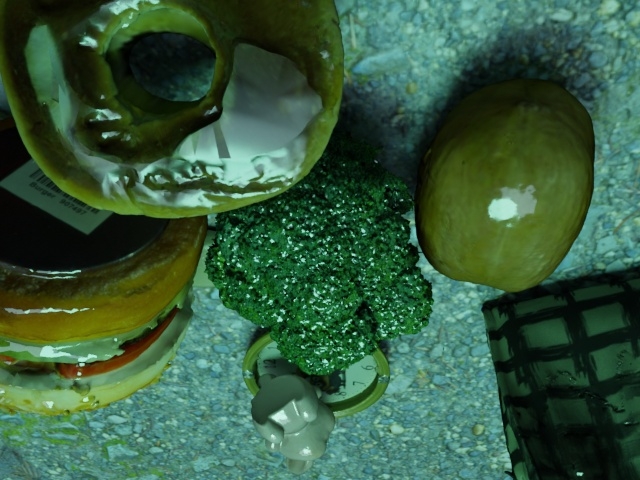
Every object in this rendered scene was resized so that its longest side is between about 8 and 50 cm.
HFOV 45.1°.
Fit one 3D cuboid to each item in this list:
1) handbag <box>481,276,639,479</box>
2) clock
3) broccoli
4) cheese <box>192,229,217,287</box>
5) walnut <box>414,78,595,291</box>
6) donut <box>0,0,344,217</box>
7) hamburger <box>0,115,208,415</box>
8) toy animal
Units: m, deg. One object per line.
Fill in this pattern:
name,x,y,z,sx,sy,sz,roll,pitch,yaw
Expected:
handbag,0.391,0.199,1.015,0.325,0.327,0.163,-13,128,13
clock,-0.006,0.195,1.217,0.236,0.057,0.237,1,132,1
broccoli,0.000,0.000,0.895,0.265,0.295,0.245,-39,152,21
cheese,-0.215,0.033,1.077,0.192,0.037,0.097,-6,133,7
walnut,0.198,-0.047,0.874,0.203,0.203,0.298,7,138,-4
donut,-0.140,-0.168,0.746,0.329,0.160,0.330,0,97,2
hamburger,-0.298,0.027,0.886,0.329,0.330,0.250,9,136,-6
toy animal,-0.022,0.293,1.195,0.124,0.124,0.212,-15,135,17
